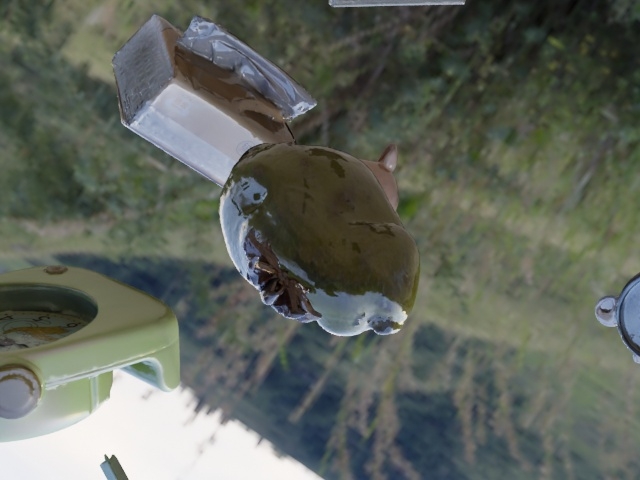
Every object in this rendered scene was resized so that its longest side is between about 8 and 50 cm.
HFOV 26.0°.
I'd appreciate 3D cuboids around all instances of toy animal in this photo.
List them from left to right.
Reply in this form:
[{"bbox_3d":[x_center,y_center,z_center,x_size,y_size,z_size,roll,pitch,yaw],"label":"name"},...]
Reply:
[{"bbox_3d":[0.051,-0.056,2.347,0.149,0.165,0.248,15,-151,18],"label":"toy animal"}]

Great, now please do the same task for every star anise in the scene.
[{"bbox_3d":[-0.055,0.050,1.670,0.141,0.042,0.141,50,-170,-12],"label":"star anise"}]

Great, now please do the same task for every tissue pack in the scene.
[{"bbox_3d":[-0.177,-0.252,2.418,0.306,0.238,0.238,32,-176,-36],"label":"tissue pack"}]

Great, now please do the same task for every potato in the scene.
[{"bbox_3d":[0.002,-0.003,1.848,0.351,0.218,0.202,53,150,37],"label":"potato"}]

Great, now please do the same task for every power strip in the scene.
[{"bbox_3d":[-0.257,0.311,1.775,0.083,0.017,0.027,59,-161,9],"label":"power strip"}]

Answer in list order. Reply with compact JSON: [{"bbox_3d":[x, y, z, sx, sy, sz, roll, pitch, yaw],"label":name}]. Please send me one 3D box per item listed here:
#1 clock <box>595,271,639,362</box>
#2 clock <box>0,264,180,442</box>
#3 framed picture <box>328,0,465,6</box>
[{"bbox_3d":[0.529,0.115,2.108,0.229,0.155,0.063,4,-179,26],"label":"clock"},{"bbox_3d":[-0.368,0.138,1.642,0.348,0.117,0.286,-17,-155,-39],"label":"clock"},{"bbox_3d":[0.132,-0.513,2.111,0.232,0.314,0.024,-5,-156,-19],"label":"framed picture"}]
